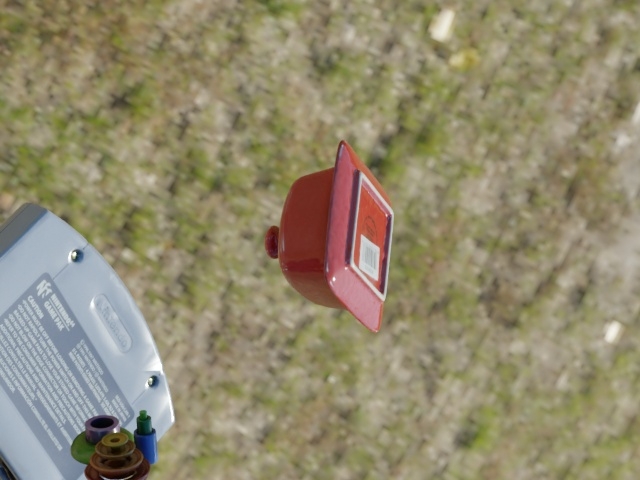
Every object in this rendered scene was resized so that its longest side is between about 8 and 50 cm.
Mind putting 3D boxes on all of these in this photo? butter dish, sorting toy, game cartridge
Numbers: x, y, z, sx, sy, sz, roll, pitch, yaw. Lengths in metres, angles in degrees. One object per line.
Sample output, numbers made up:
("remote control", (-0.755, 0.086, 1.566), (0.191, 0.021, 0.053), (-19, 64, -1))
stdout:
("butter dish", (0.000, 0.000, 1.729), (0.160, 0.118, 0.160), (48, 43, -58))
("sorting toy", (-0.152, 0.150, 1.269), (0.061, 0.102, 0.042), (-9, 113, -18))
("game cartridge", (-0.251, 0.117, 1.591), (0.198, 0.062, 0.297), (-51, 134, -30))
